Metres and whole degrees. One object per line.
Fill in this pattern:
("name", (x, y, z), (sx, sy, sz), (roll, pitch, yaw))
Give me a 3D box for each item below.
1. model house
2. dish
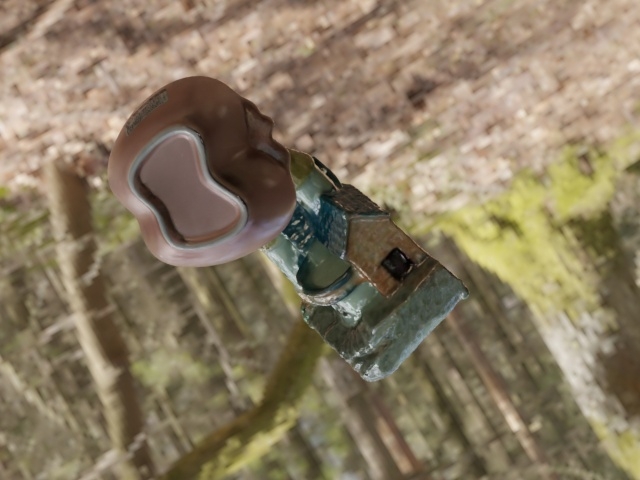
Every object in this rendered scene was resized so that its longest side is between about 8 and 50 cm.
("model house", (0.000, 0.000, 2.202), (0.194, 0.325, 0.267), (-45, -148, -3))
("dish", (-0.133, -0.062, 1.673), (0.213, 0.213, 0.090), (-34, -172, 16))
